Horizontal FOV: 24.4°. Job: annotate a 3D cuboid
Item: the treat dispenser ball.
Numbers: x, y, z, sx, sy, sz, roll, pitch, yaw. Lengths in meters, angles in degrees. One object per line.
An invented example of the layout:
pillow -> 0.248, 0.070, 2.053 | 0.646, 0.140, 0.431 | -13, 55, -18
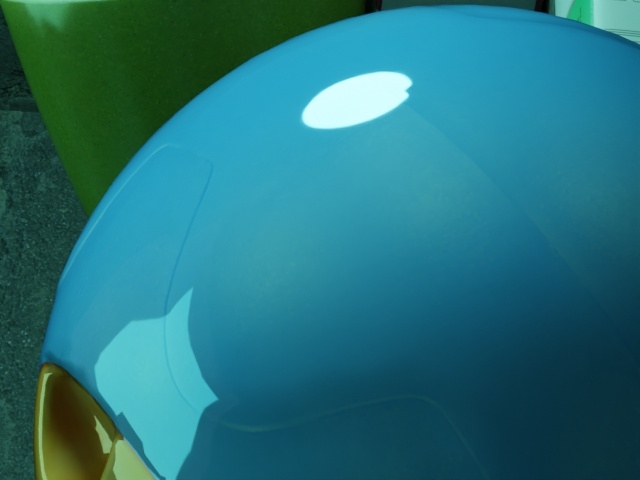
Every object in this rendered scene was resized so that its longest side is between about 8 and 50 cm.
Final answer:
treat dispenser ball -> 0.046, 0.064, 0.508 | 0.288, 0.288, 0.288 | -176, 90, -86

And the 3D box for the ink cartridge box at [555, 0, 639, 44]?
ink cartridge box -> 0.151, -0.082, 0.854 | 0.225, 0.056, 0.181 | 108, 165, -68

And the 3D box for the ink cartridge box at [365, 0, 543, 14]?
ink cartridge box -> 0.099, -0.210, 1.167 | 0.176, 0.127, 0.128 | -95, 10, -60

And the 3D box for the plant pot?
plant pot -> -0.084, -0.070, 1.140 | 0.275, 0.274, 0.294 | -98, 0, -72
